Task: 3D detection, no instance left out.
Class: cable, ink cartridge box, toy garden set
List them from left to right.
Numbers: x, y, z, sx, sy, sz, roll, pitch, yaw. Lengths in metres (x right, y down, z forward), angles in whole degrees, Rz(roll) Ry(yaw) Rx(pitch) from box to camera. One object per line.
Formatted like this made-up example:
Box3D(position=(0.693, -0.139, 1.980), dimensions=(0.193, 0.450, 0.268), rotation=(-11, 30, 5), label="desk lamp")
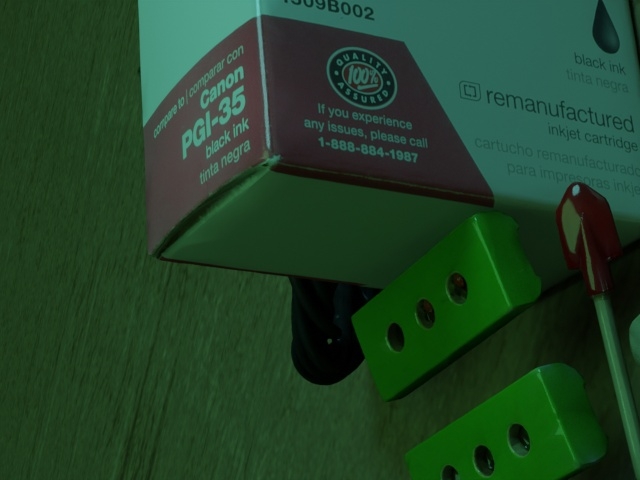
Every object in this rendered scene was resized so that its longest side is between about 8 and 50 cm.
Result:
Box3D(position=(0.000, 0.000, 0.817), dimensions=(0.184, 0.047, 0.151), rotation=(28, -113, -79), label="cable")
Box3D(position=(0.027, -0.128, 0.723), dimensions=(0.117, 0.207, 0.283), rotation=(-36, 53, 53), label="ink cartridge box")
Box3D(position=(0.121, 0.097, 0.610), dimensions=(0.204, 0.049, 0.244), rotation=(-44, 62, 51), label="toy garden set")
